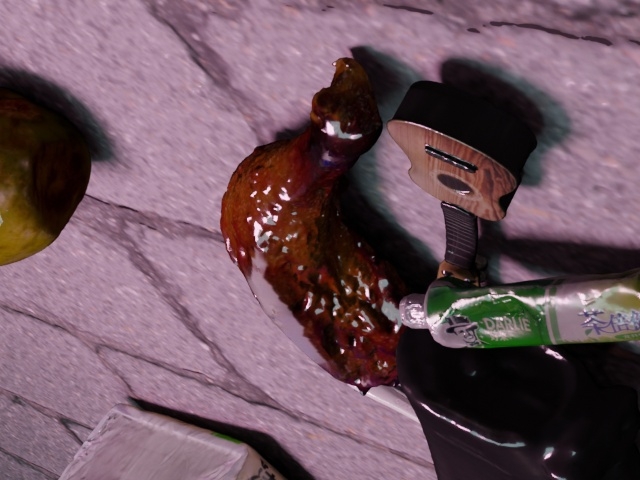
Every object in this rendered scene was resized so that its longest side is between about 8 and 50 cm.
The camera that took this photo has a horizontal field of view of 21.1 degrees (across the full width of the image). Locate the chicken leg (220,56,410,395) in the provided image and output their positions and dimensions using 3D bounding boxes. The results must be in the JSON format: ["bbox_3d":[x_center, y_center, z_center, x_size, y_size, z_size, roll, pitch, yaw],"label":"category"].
[{"bbox_3d":[0.000,0.000,1.204,0.158,0.096,0.407,24,155,18],"label":"chicken leg"}]

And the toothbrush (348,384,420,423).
[{"bbox_3d":[0.131,0.178,1.484,0.263,0.022,0.026,29,173,15],"label":"toothbrush"}]

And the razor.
[{"bbox_3d":[0.160,0.169,1.292,0.189,0.107,0.327,25,157,28],"label":"razor"}]

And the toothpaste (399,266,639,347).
[{"bbox_3d":[0.151,0.041,1.081,0.248,0.047,0.078,-4,144,41],"label":"toothpaste"}]

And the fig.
[{"bbox_3d":[-0.277,-0.047,1.444,0.144,0.165,0.154,7,-135,-56],"label":"fig"}]

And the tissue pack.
[{"bbox_3d":[-0.092,0.398,2.048,0.332,0.205,0.405,5,143,53],"label":"tissue pack"}]

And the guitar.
[{"bbox_3d":[0.092,-0.021,1.087,0.084,0.038,0.271,27,163,15],"label":"guitar"}]
